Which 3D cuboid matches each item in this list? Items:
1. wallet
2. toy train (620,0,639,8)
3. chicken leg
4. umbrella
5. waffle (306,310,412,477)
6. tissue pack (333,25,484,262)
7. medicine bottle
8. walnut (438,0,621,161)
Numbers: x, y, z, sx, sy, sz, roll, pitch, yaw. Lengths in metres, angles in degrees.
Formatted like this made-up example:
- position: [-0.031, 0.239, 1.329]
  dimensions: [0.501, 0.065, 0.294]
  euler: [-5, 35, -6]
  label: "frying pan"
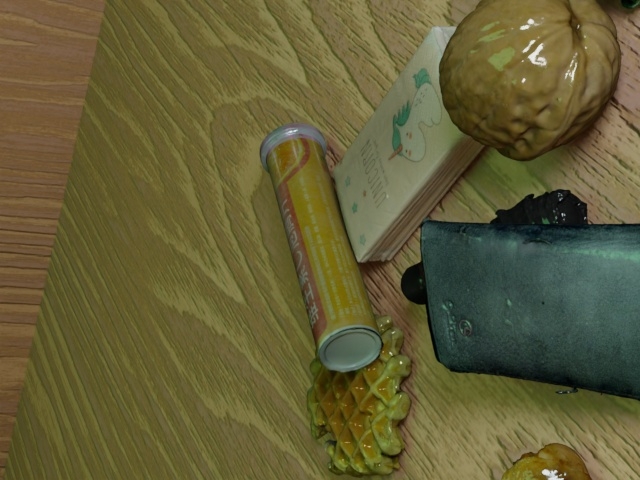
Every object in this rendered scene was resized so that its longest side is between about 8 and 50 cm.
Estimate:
- position: [0.256, 0.071, 1.411]
  dimensions: [0.379, 0.046, 0.191]
  euler: [2, 100, 49]
  label: "wallet"
- position: [0.317, -0.325, 1.432]
  dimensions: [0.105, 0.071, 0.178]
  euler: [-64, 32, 17]
  label: "toy train"
- position: [0.253, 0.351, 1.446]
  dimensions: [0.107, 0.087, 0.252]
  euler: [1, 92, 54]
  label: "chicken leg"
- position: [0.205, 0.014, 1.575]
  dimensions: [0.090, 0.094, 0.326]
  euler: [48, 147, -9]
  label: "umbrella"
- position: [0.050, 0.219, 1.874]
  dimensions: [0.261, 0.056, 0.250]
  euler: [-12, 76, 63]
  label: "waffle"
- position: [0.125, -0.125, 1.760]
  dimensions: [0.325, 0.071, 0.170]
  euler: [-54, 44, 47]
  label: "tissue pack"
- position: [0.000, 0.000, 1.895]
  dimensions: [0.426, 0.108, 0.108]
  euler: [-107, 34, -44]
  label: "medicine bottle"
- position: [0.231, -0.188, 1.436]
  dimensions: [0.213, 0.213, 0.213]
  euler: [-14, 74, 61]
  label: "walnut"
